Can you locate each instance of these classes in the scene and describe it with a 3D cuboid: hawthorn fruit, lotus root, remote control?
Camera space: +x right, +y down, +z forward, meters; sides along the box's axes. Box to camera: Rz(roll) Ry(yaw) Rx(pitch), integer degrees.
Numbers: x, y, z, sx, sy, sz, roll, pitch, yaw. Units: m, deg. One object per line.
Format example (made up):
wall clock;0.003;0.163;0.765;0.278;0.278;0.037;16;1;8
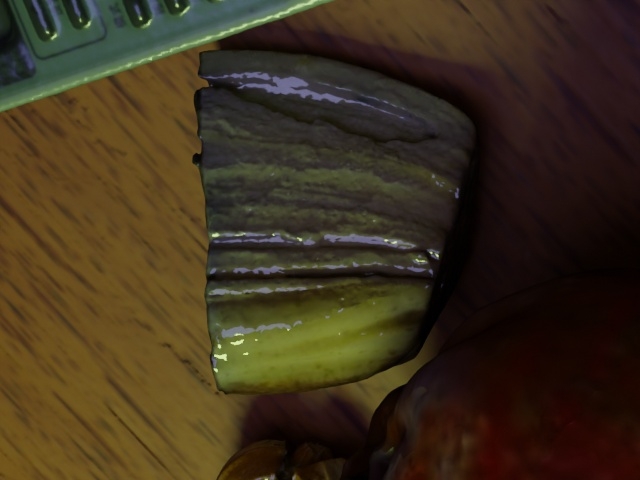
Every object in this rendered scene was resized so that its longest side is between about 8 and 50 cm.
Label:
hawthorn fruit;0.121;0.142;0.691;0.284;0.284;0.284;8;115;17
lotus root;0.003;0.000;0.767;0.135;0.095;0.159;6;75;12
remote control;-0.087;-0.140;0.759;0.285;0.038;0.123;-13;107;24

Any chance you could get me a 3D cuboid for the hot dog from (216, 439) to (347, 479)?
hot dog;-0.021;0.211;0.879;0.092;0.062;0.236;14;114;13
